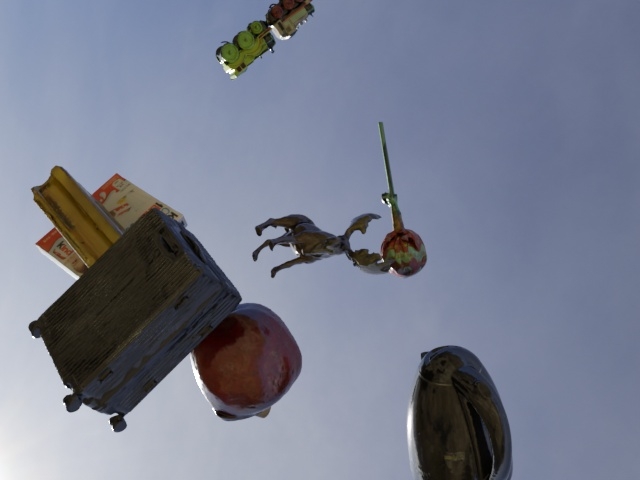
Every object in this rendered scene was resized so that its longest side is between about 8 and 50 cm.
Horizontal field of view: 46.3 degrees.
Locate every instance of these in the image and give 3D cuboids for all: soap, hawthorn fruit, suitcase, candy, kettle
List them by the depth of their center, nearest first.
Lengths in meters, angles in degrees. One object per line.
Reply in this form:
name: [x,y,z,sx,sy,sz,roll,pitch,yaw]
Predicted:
suitcase: [-0.328,0.133,1.336,0.335,0.152,0.229,-44,-129,0]
candy: [0.130,-0.073,1.355,0.078,0.084,0.288,-11,-90,36]
kettle: [0.282,0.350,1.451,0.268,0.207,0.290,36,-40,57]
hawthorn fruit: [-0.155,0.217,1.464,0.215,0.215,0.250,-15,-66,41]
soap: [-0.461,-0.004,1.570,0.096,0.204,0.324,-44,-122,-8]

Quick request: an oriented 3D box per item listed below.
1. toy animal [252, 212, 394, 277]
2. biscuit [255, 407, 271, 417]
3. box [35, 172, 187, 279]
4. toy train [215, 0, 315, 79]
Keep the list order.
toy animal: [0.000,0.000,1.192,0.214,0.186,0.094,-143,-134,-58]
biscuit: [-0.178,0.376,1.962,0.039,0.183,0.174,16,-101,49]
box: [-0.504,-0.015,1.807,0.265,0.048,0.273,29,-117,29]
toy train: [-0.112,-0.443,1.583,0.249,0.085,0.053,-43,-161,-12]
